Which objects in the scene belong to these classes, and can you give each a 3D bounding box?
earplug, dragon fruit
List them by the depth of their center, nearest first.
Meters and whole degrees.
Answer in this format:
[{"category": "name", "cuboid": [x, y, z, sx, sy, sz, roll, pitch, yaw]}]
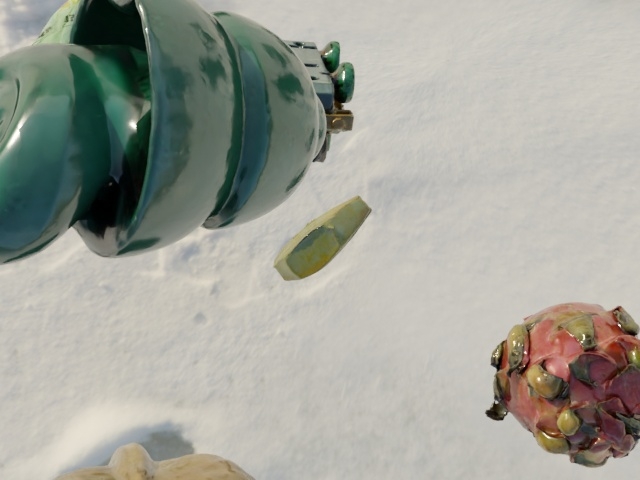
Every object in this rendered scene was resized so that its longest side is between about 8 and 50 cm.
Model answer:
[{"category": "earplug", "cuboid": [-0.137, -0.052, 0.508, 0.280, 0.257, 0.164, -3, 68, -24]}, {"category": "dragon fruit", "cuboid": [0.407, 0.232, 1.336, 0.269, 0.291, 0.250, 3, 113, 10]}]

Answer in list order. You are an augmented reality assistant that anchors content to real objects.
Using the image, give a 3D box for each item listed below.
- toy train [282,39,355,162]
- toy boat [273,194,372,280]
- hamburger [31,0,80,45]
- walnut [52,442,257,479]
[{"category": "toy train", "cuboid": [-0.022, -0.155, 0.953, 0.091, 0.228, 0.136, 1, 122, -11]}, {"category": "toy boat", "cuboid": [0.000, 0.000, 1.202, 0.172, 0.066, 0.065, -39, 101, 23]}, {"category": "hamburger", "cuboid": [-0.344, -0.267, 1.326, 0.235, 0.125, 0.214, 50, 63, -35]}, {"category": "walnut", "cuboid": [-0.168, 0.334, 0.788, 0.296, 0.285, 0.285, -2, 103, -15]}]
